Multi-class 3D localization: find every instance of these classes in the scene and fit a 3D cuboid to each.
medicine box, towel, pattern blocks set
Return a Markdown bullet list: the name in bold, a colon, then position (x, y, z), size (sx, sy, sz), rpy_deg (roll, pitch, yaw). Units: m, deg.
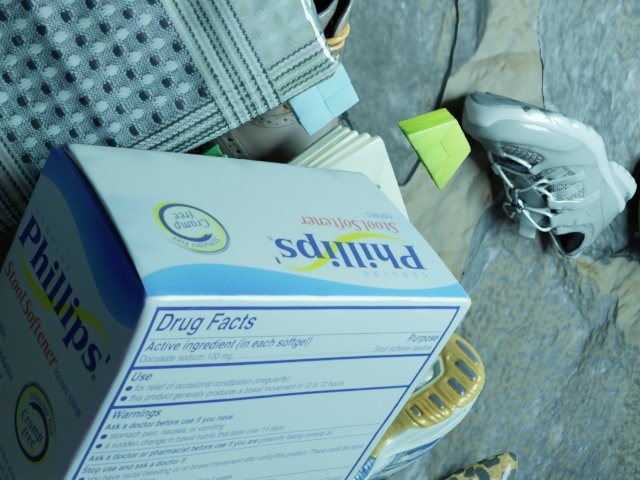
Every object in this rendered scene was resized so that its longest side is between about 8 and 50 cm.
- **medicine box**: position (-0.089, 0.098, 0.770), size (0.263, 0.149, 0.289), rpy_deg (3, 127, -42)
- **towel**: position (-0.172, -0.165, 0.651), size (0.312, 0.056, 0.324), rpy_deg (-24, 124, 0)
- **pattern blocks set**: position (0.000, 0.000, 0.891), size (0.285, 0.026, 0.325), rpy_deg (-42, 144, 7)

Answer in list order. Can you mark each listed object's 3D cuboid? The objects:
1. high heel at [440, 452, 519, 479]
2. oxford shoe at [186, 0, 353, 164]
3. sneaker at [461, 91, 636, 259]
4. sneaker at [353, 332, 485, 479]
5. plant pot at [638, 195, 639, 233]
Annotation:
- **high heel**: position (0.096, 0.292, 1.149), size (0.261, 0.093, 0.186), rpy_deg (-45, 139, -6)
- **oxford shoe**: position (-0.038, -0.134, 0.815), size (0.130, 0.132, 0.364), rpy_deg (-38, 130, -24)
- **sneaker**: position (0.224, -0.056, 1.104), size (0.281, 0.105, 0.115), rpy_deg (28, 89, -45)
- **sneaker**: position (0.022, 0.197, 1.035), size (0.296, 0.112, 0.131), rpy_deg (-22, 149, -18)
- **plant pot**: position (0.421, -0.033, 1.290), size (0.134, 0.134, 0.095), rpy_deg (-16, 146, -36)
